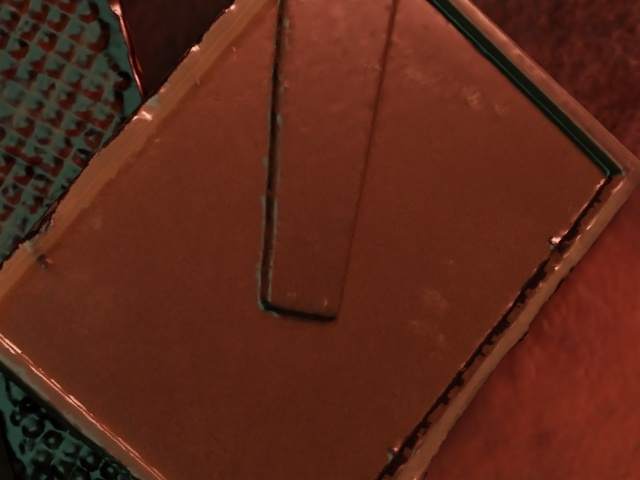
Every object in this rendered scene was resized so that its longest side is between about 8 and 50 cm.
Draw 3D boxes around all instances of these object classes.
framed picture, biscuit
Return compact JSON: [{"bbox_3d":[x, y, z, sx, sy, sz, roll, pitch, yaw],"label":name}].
[{"bbox_3d":[0.000,0.000,0.874,0.209,0.019,0.281,43,69,-8],"label":"framed picture"},{"bbox_3d":[-0.128,-0.049,0.898,0.107,0.073,0.388,-17,86,-3],"label":"biscuit"}]
